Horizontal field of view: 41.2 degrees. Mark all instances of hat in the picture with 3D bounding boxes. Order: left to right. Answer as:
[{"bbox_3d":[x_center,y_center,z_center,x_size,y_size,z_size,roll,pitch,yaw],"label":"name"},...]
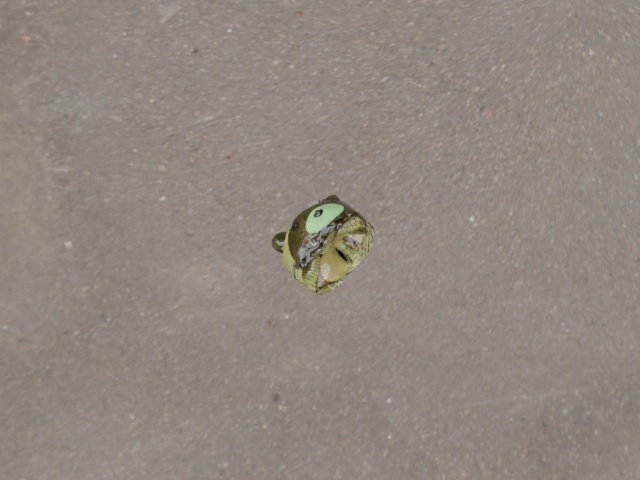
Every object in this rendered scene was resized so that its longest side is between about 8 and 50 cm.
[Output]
[{"bbox_3d":[0.000,0.000,0.719,0.077,0.076,0.059,-49,55,1],"label":"hat"}]
